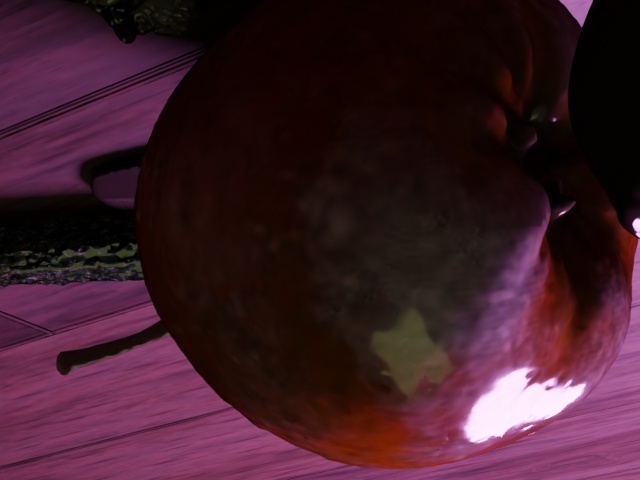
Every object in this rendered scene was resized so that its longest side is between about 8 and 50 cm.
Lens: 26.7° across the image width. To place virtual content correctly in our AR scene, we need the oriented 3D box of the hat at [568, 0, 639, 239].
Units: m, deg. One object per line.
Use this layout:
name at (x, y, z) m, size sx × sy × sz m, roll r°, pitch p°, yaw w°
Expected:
hat at (0.194, -0.140, 0.484) m, size 0.336 × 0.209 × 0.238 m, roll -37°, pitch -178°, yaw -22°

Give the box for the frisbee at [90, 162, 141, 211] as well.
frisbee at (-0.021, -0.050, 0.785) m, size 0.187 × 0.012 × 0.211 m, roll 13°, pitch 150°, yaw -35°

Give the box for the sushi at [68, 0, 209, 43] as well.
sushi at (-0.083, -0.117, 0.588) m, size 0.083 × 0.044 × 0.046 m, roll 12°, pitch 152°, yaw -34°

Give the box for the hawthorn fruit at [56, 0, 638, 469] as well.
hawthorn fruit at (0.028, -0.019, 0.631) m, size 0.235 × 0.231 × 0.263 m, roll -10°, pitch -159°, yaw -29°

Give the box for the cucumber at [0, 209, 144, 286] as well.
cucumber at (-0.179, 0.006, 0.847) m, size 0.257 × 0.043 × 0.044 m, roll -3°, pitch 156°, yaw 0°
